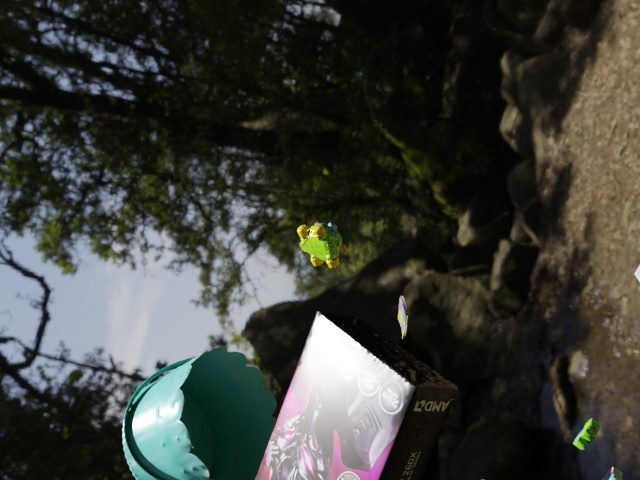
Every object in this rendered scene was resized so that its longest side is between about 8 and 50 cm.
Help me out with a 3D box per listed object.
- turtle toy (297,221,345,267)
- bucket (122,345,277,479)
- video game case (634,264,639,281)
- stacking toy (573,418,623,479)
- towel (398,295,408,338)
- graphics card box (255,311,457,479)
[{"bbox_3d":[0.000,0.000,1.406,0.066,0.095,0.130,-38,26,-31],"label":"turtle toy"},{"bbox_3d":[-0.228,0.360,1.321,0.183,0.281,0.281,-28,32,27],"label":"bucket"},{"bbox_3d":[0.676,0.074,1.329,0.166,0.015,0.119,-99,20,-52],"label":"video game case"},{"bbox_3d":[0.427,0.409,1.067,0.221,0.167,0.052,-56,-14,5],"label":"stacking toy"},{"bbox_3d":[0.166,0.155,1.393,0.083,0.009,0.060,-90,3,-66],"label":"towel"},{"bbox_3d":[0.028,0.316,0.986,0.232,0.094,0.371,33,105,50],"label":"graphics card box"}]
